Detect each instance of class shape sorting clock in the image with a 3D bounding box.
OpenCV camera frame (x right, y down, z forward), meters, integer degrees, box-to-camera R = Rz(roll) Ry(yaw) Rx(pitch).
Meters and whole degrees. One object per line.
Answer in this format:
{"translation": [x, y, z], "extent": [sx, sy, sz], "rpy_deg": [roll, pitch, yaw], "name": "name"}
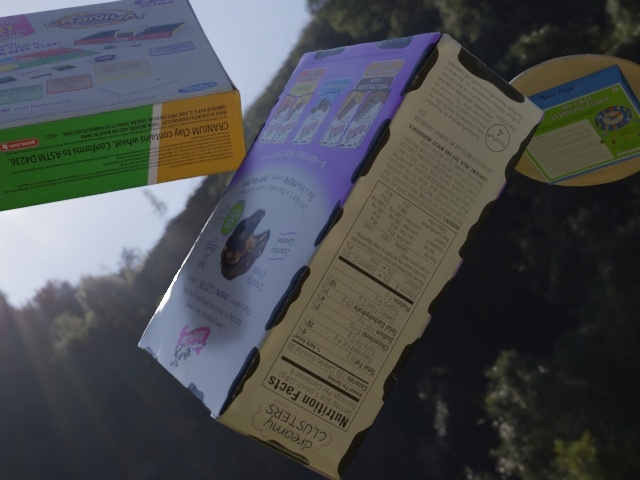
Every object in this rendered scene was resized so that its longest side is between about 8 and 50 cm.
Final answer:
{"translation": [0.296, -0.134, 1.188], "extent": [0.206, 0.040, 0.206], "rpy_deg": [4, -34, 3], "name": "shape sorting clock"}

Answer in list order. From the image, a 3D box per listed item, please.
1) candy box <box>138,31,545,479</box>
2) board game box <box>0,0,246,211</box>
{"translation": [0.000, 0.000, 0.531], "extent": [0.196, 0.070, 0.165], "rpy_deg": [-60, 22, -5], "name": "candy box"}
{"translation": [-0.207, -0.128, 0.882], "extent": [0.242, 0.316, 0.064], "rpy_deg": [-10, -62, -9], "name": "board game box"}
